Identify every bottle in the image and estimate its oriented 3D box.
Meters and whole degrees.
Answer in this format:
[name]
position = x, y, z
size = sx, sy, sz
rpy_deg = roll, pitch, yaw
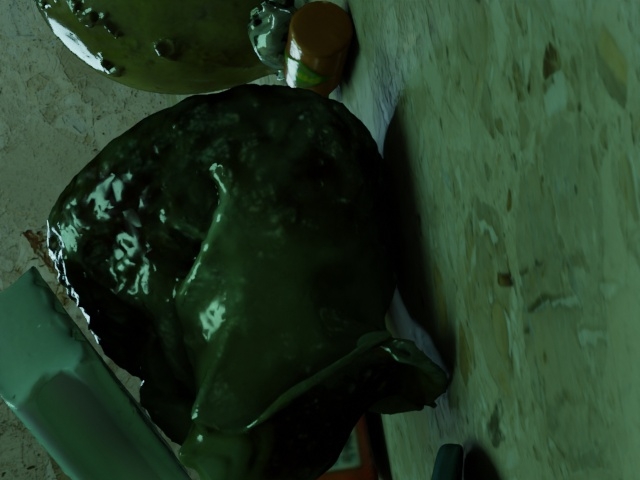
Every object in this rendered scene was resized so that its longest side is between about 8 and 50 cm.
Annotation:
[bottle]
position = -0.006, -0.187, 1.764
size = 0.187, 0.069, 0.069
rpy_deg = 100, 157, -70

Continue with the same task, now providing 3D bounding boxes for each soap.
[soap]
position = -0.233, 0.171, 1.623
size = 0.173, 0.095, 0.289
rpy_deg = 48, 171, 43

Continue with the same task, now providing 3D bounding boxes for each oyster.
[oyster]
position = -0.049, -0.240, 1.953
size = 0.108, 0.053, 0.165
rpy_deg = 51, 159, -18

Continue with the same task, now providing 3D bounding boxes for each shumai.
[shumai]
position = -0.074, 0.087, 1.621
size = 0.395, 0.395, 0.348
rpy_deg = 94, 164, -57

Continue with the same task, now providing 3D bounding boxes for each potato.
[potato]
position = -0.232, -0.405, 2.120
size = 0.385, 0.319, 0.442
rpy_deg = 141, 120, -77

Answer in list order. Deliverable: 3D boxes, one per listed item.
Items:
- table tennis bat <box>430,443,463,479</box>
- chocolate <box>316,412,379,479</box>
[table tennis bat]
position = 0.100, 0.316, 1.465
size = 0.329, 0.044, 0.215
rpy_deg = -71, -12, -61
[chocolate]
position = -0.051, 0.135, 2.102
size = 0.341, 0.161, 0.360
rpy_deg = -155, 55, -80
